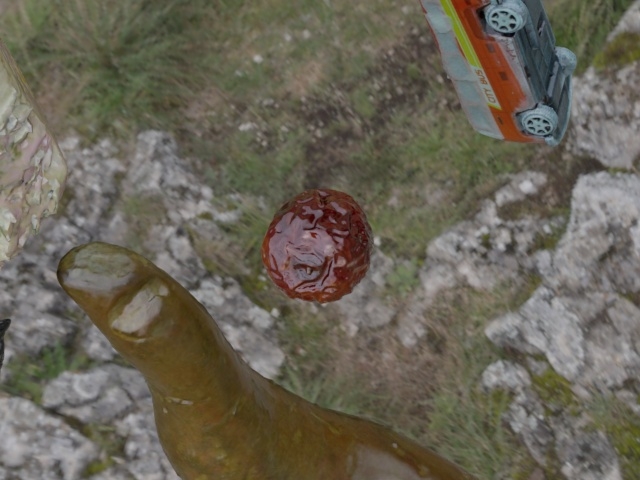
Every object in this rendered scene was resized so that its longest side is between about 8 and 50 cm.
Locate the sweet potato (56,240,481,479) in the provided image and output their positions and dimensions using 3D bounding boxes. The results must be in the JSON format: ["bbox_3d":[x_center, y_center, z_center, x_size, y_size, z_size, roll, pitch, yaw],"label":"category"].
[{"bbox_3d":[0.002,0.107,0.528,0.108,0.346,0.079,-29,36,40],"label":"sweet potato"}]

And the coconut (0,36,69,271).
[{"bbox_3d":[-0.257,-0.045,0.481,0.245,0.233,0.233,-31,59,-10],"label":"coconut"}]

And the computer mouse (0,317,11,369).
[{"bbox_3d":[-0.222,0.098,0.545,0.057,0.099,0.172,26,60,14],"label":"computer mouse"}]

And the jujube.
[{"bbox_3d":[0.000,0.000,1.184,0.109,0.176,0.112,-41,100,20],"label":"jujube"}]

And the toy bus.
[{"bbox_3d":[0.195,-0.215,1.185,0.119,0.265,0.121,1,54,29],"label":"toy bus"}]
